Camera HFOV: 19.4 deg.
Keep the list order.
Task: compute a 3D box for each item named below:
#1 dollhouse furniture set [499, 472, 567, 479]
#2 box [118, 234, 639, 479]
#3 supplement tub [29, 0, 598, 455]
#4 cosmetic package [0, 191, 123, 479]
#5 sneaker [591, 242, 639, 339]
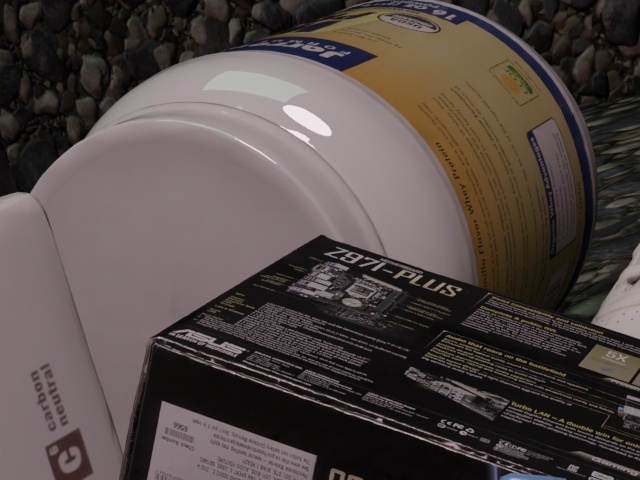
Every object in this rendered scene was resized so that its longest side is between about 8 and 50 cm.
[{"bbox_3d":[0.159,0.138,0.244,0.286,0.198,0.303,5,-23,4],"label":"dollhouse furniture set"},{"bbox_3d":[0.045,0.074,0.625,0.180,0.077,0.147,18,19,17],"label":"box"},{"bbox_3d":[0.000,0.000,0.999,0.228,0.228,0.316,-13,8,27],"label":"supplement tub"},{"bbox_3d":[-0.268,0.133,0.494,0.230,0.161,0.453,-12,9,31],"label":"cosmetic package"},{"bbox_3d":[0.176,0.005,0.857,0.114,0.152,0.305,-9,12,36],"label":"sneaker"}]
